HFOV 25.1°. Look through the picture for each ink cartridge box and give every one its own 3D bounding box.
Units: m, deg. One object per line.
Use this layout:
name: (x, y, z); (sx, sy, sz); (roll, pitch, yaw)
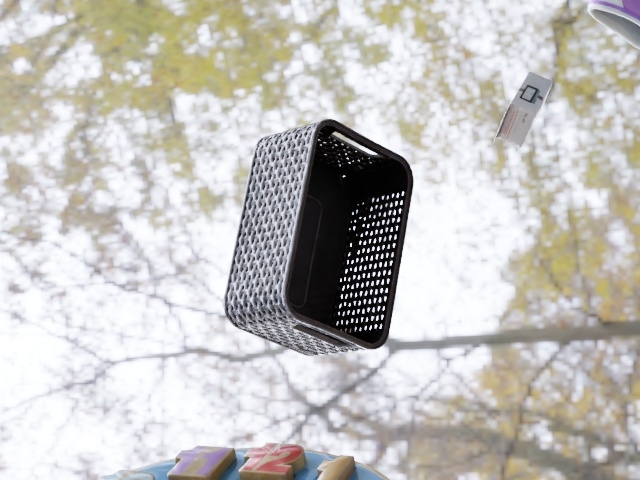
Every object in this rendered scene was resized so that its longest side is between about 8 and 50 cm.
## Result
ink cartridge box: (0.206, -0.130, 1.469); (0.083, 0.028, 0.048); (-55, -13, -45)

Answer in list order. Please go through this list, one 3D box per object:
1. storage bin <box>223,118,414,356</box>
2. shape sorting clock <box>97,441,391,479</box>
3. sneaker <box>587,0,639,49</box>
storage bin: (0.000, 0.000, 1.242); (0.122, 0.084, 0.180); (25, -113, -37)
shape sorting clock: (-0.056, 0.147, 0.695); (0.206, 0.206, 0.040); (-23, -68, -50)
sneaker: (0.413, -0.256, 1.498); (0.102, 0.282, 0.161); (89, -172, -79)
